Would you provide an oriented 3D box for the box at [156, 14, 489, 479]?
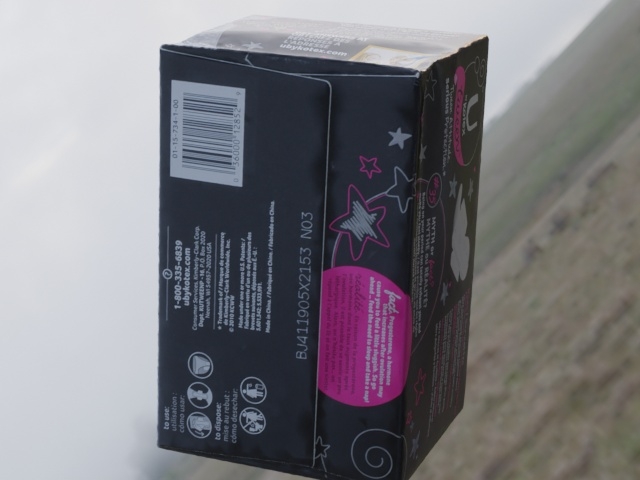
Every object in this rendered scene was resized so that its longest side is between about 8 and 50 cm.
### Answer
[{"bbox_3d":[0.000,0.000,0.969,0.142,0.163,0.247,-34,-51,-64],"label":"box"}]
